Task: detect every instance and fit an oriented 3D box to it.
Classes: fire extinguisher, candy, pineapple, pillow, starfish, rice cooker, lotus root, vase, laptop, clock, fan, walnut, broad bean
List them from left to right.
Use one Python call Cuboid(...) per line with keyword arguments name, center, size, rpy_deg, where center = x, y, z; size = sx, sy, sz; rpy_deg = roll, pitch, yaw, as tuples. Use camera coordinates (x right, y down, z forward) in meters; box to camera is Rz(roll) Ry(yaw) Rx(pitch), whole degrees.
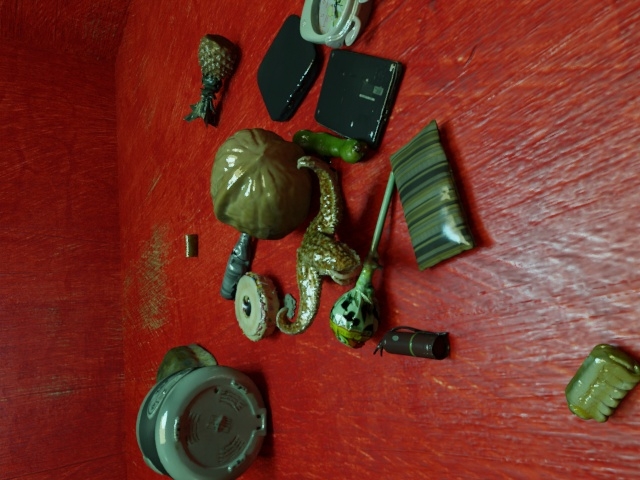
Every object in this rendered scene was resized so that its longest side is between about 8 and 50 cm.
Cuboid(name="lotus root", center=(-0.418, 0.493, 1.353), size=(0.260, 0.149, 0.266), rpy_deg=(3, 94, 56))
Cuboid(name="rice cooker", center=(-0.300, 0.451, 1.078), size=(0.277, 0.288, 0.288), rpy_deg=(-25, 68, 53))
Cuboid(name="pineapple", center=(-0.341, -0.480, 1.314), size=(0.130, 0.119, 0.277), rpy_deg=(45, 128, 23))
Cuboid(name="vase", center=(-0.221, 0.063, 1.162), size=(0.060, 0.060, 0.211), rpy_deg=(47, 124, 45))
Cuboid(name="walnut", center=(-0.119, -0.111, 0.877), size=(0.261, 0.225, 0.224), rpy_deg=(106, 155, -72))
Cuboid(name="fan", center=(-0.080, 0.147, 1.003), size=(0.083, 0.004, 0.055), rpy_deg=(31, 115, 52))
Cuboid(name="starfish", center=(-0.003, -0.001, 0.746), size=(0.312, 0.113, 0.303), rpy_deg=(-96, 15, -65))
Cuboid(name="broad bean", center=(0.016, -0.184, 0.838), size=(0.256, 0.053, 0.052), rpy_deg=(29, 111, 54))
Cuboid(name="clock", center=(0.037, -0.443, 0.813), size=(0.191, 0.062, 0.151), rpy_deg=(46, 124, 45))
Cuboid(name="laptop", center=(0.061, -0.268, 0.803), size=(0.207, 0.026, 0.153), rpy_deg=(42, 121, 47))
Cuboid(name="candy", center=(0.088, 0.032, 0.728), size=(0.083, 0.091, 0.305), rpy_deg=(16, 90, 34))
Cuboid(name="fire extinguisher", center=(0.135, 0.159, 0.666), size=(0.132, 0.039, 0.056), rpy_deg=(-11, 46, 55))
Cuboid(name="pillow", center=(0.161, -0.066, 0.641), size=(0.113, 0.038, 0.203), rpy_deg=(-35, 60, 52))

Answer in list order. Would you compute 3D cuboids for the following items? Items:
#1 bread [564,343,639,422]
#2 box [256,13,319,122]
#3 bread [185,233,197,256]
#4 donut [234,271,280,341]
Cuboid(name="bread", center=(0.292, 0.150, 0.447), size=(0.049, 0.034, 0.088), rpy_deg=(33, 120, 35))
Cuboid(name="box", center=(-0.080, -0.398, 0.997), size=(0.212, 0.042, 0.201), rpy_deg=(-47, 52, 42))
Cuboid(name="bread", center=(-0.455, 0.018, 1.514), size=(0.036, 0.047, 0.083), rpy_deg=(-3, 87, 25))
Cuboid(name="donut", center=(-0.153, 0.160, 1.053), size=(0.175, 0.068, 0.174), rpy_deg=(2, 93, 56))
